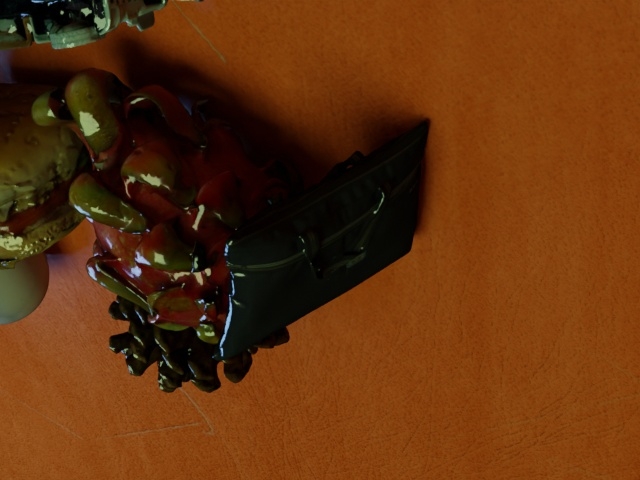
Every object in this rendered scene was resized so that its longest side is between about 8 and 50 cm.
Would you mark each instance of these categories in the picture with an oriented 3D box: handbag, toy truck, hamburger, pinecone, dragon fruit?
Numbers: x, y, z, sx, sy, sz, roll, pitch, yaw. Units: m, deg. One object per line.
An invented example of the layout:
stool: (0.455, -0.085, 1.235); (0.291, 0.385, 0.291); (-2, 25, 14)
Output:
handbag: (0.000, 0.000, 1.666); (0.089, 0.254, 0.211); (47, 154, 23)
toy truck: (-0.261, -0.255, 1.615); (0.338, 0.184, 0.133); (-2, 107, 35)
hamburger: (-0.353, -0.079, 1.877); (0.244, 0.244, 0.163); (0, 129, 41)
pinecone: (-0.153, 0.092, 1.987); (0.185, 0.169, 0.212); (47, 145, -11)
dragon fruit: (-0.146, -0.042, 1.768); (0.243, 0.227, 0.307); (4, 123, 33)

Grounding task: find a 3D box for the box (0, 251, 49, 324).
box: (-0.514, -0.036, 2.155); (0.288, 0.141, 0.349); (5, 139, 38)
